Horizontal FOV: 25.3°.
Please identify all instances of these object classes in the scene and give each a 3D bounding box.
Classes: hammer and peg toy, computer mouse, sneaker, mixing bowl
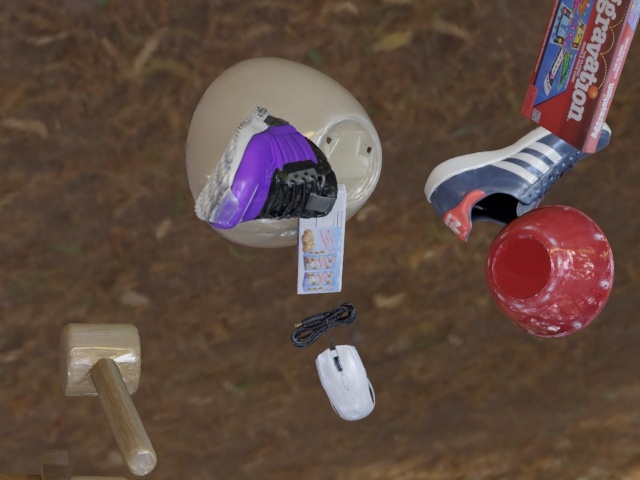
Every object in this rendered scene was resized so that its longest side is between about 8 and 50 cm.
[{"bbox_3d":[-0.202,0.247,1.061,0.127,0.361,0.266,3,-178,-11],"label":"hammer and peg toy"},{"bbox_3d":[0.032,0.192,2.121,0.106,0.042,0.193,-22,111,3],"label":"computer mouse"},{"bbox_3d":[0.359,-0.095,2.450,0.350,0.148,0.131,-21,155,-11],"label":"sneaker"},{"bbox_3d":[0.289,0.039,1.905,0.181,0.181,0.098,-38,157,24],"label":"mixing bowl"},{"bbox_3d":[-0.048,-0.072,1.704,0.146,0.293,0.102,30,113,-3],"label":"sneaker"}]

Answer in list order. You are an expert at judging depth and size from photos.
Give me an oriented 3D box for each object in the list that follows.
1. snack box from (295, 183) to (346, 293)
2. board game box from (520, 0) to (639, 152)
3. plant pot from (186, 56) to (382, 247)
[{"bbox_3d":[0.000,0.000,1.983,0.064,0.022,0.178,-4,128,-8],"label":"snack box"},{"bbox_3d":[0.366,-0.277,1.967,0.027,0.145,0.281,-2,117,-34],"label":"board game box"},{"bbox_3d":[-0.022,-0.119,2.050,0.284,0.284,0.191,11,180,-43],"label":"plant pot"}]
